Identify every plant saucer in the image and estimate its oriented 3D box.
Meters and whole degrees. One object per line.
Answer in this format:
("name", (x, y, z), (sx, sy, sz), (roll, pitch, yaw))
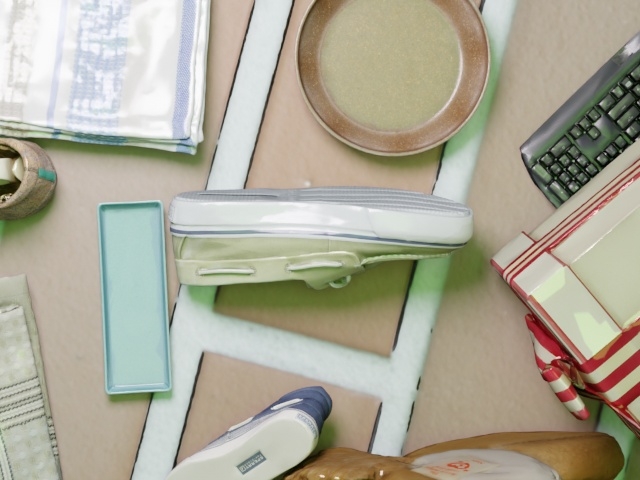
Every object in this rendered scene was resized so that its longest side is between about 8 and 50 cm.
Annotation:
("plant saucer", (0.072, -0.183, 1.676), (0.198, 0.036, 0.199), (0, 89, -3))
("plant saucer", (-0.187, 0.057, 1.664), (0.067, 0.018, 0.192), (-3, 89, -3))

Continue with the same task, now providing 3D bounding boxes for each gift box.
("gift box", (0.328, 0.072, 1.559), (0.258, 0.255, 0.276), (-39, 93, 3))

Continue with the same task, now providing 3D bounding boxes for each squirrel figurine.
("squirrel figurine", (0.104, 0.392, 1.580), (0.397, 0.281, 0.370), (0, 99, 11))

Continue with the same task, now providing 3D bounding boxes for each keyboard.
("keyboard", (0.373, -0.121, 1.692), (0.317, 0.033, 0.201), (-44, 91, -3))

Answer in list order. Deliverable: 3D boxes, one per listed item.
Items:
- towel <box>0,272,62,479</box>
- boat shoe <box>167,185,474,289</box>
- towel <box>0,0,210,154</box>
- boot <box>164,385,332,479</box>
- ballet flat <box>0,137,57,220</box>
("towel", (-0.396, 0.207, 1.577), (0.312, 0.056, 0.324), (-12, 91, -24))
("boat shoe", (0.000, 0.000, 1.645), (0.302, 0.109, 0.094), (2, 104, 6))
("towel", (-0.249, -0.200, 1.651), (0.285, 0.034, 0.209), (5, 80, -3))
("boot", (-0.070, 0.212, 1.646), (0.190, 0.086, 0.069), (-29, 99, 24))
("ballet flat", (-0.418, -0.059, 1.612), (0.316, 0.106, 0.108), (-8, 88, -3))
